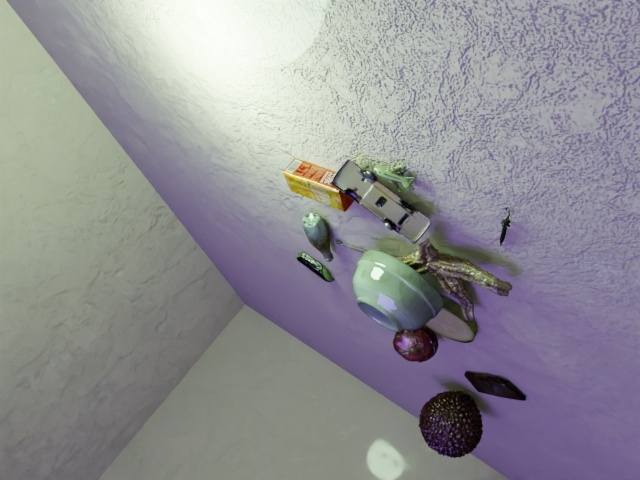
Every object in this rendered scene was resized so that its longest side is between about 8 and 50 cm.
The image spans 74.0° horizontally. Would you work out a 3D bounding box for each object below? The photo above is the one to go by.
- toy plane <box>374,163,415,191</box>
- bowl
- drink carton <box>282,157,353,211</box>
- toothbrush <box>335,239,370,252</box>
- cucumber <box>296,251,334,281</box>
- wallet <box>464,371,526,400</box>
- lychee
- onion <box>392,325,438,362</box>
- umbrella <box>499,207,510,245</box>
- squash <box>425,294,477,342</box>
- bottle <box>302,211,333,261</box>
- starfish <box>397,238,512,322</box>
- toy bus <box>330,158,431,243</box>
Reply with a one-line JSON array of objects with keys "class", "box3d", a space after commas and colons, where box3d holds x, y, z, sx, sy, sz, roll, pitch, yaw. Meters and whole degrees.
[{"class": "toy plane", "box3d": [0.186, -0.163, 1.063, 0.111, 0.040, 0.102, 32, 156, 20]}, {"class": "bowl", "box3d": [0.227, 0.181, 1.374, 0.307, 0.163, 0.307, 34, 163, 12]}, {"class": "drink carton", "box3d": [-0.004, -0.173, 1.310, 0.223, 0.071, 0.096, 24, 154, 32]}, {"class": "toothbrush", "box3d": [0.127, 0.026, 1.571, 0.194, 0.014, 0.017, 19, 150, 42]}, {"class": "cucumber", "box3d": [-0.026, 0.119, 1.971, 0.220, 0.046, 0.070, 34, 150, 15]}, {"class": "wallet", "box3d": [0.705, 0.600, 1.756, 0.137, 0.031, 0.255, 42, 159, -7]}, {"class": "lychee", "box3d": [0.633, 0.887, 2.060, 0.306, 0.306, 0.330, 27, 147, 28]}, {"class": "onion", "box3d": [0.390, 0.405, 1.744, 0.184, 0.184, 0.147, 38, -159, 3]}, {"class": "umbrella", "box3d": [0.426, -0.023, 0.984, 0.149, 0.022, 0.022, 67, -173, -51]}, {"class": "squash", "box3d": [0.444, 0.278, 1.526, 0.252, 0.049, 0.252, 30, 156, 15]}, {"class": "bottle", "box3d": [0.000, 0.000, 1.629, 0.083, 0.083, 0.269, 25, 155, 32]}, {"class": "starfish", "box3d": [0.366, 0.110, 1.263, 0.324, 0.082, 0.432, 34, 162, 8]}, {"class": "toy bus", "box3d": [0.162, -0.104, 1.129, 0.274, 0.090, 0.112, 39, -172, 5]}]
